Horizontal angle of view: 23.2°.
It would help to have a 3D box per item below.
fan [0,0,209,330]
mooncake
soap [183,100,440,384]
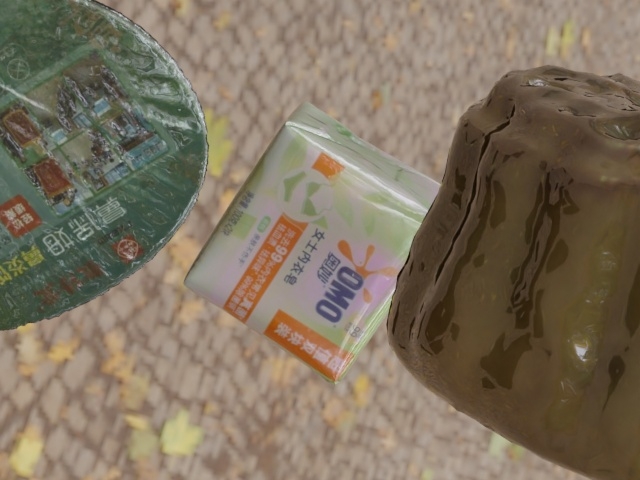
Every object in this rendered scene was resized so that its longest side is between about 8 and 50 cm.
[{"bbox_3d":[-0.174,-0.081,0.826,0.012,0.223,0.294,-86,172,-64],"label":"fan"},{"bbox_3d":[0.208,0.021,0.868,0.324,0.324,0.187,-6,114,-59],"label":"mooncake"},{"bbox_3d":[0.000,0.000,1.475,0.199,0.182,0.138,-57,-178,13],"label":"soap"}]
